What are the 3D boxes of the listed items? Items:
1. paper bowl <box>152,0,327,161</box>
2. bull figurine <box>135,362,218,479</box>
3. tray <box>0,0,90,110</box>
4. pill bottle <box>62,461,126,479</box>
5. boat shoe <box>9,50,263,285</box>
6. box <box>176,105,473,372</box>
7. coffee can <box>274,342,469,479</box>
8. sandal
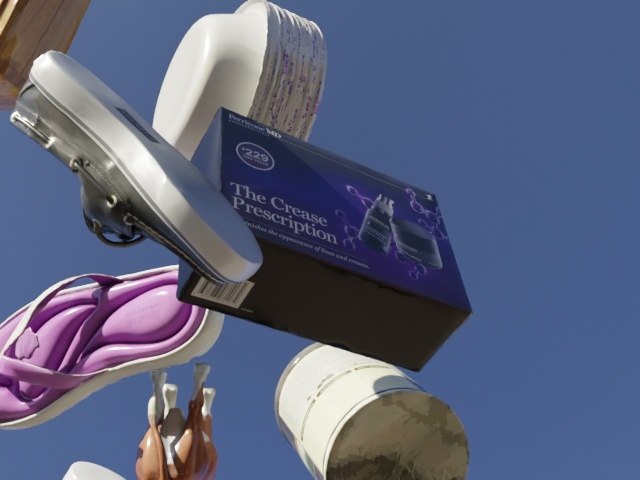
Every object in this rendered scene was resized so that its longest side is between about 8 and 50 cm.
[{"bbox_3d":[-0.122,-0.179,1.067,0.148,0.284,0.284,19,-70,-27],"label":"paper bowl"},{"bbox_3d":[-0.187,0.278,1.070,0.101,0.310,0.188,4,-111,-9],"label":"bull figurine"},{"bbox_3d":[-0.415,-0.232,0.849,0.410,0.203,0.076,2,-26,33],"label":"tray"},{"bbox_3d":[-0.401,0.504,1.209,0.181,0.181,0.323,31,-93,-10],"label":"pill bottle"},{"bbox_3d":[-0.136,-0.037,0.557,0.228,0.080,0.076,43,-79,15],"label":"boat shoe"},{"bbox_3d":[0.000,0.000,0.795,0.261,0.184,0.103,19,-56,-24],"label":"box"},{"bbox_3d":[0.062,0.270,1.165,0.201,0.275,0.202,-2,-82,-16],"label":"coffee can"},{"bbox_3d":[-0.313,0.115,1.017,0.416,0.169,0.102,-23,-31,18],"label":"sandal"}]
